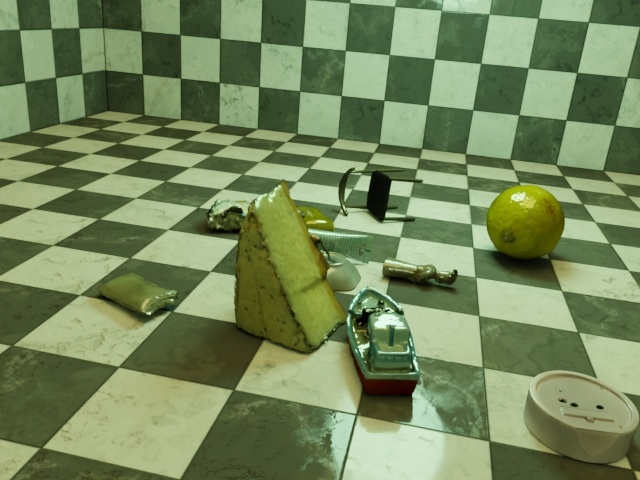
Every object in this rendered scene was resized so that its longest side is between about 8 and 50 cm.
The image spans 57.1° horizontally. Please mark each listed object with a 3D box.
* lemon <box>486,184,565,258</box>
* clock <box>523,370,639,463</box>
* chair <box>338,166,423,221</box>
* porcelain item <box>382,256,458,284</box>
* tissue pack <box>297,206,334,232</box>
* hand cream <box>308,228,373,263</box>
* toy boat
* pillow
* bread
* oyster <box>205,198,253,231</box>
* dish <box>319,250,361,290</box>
[{"bbox_3d":[0.668,-0.060,1.921,0.267,0.268,0.267,4,22,-2],"label":"lemon"},{"bbox_3d":[0.497,0.334,1.132,0.196,0.068,0.197,4,22,-2],"label":"clock"},{"bbox_3d":[0.220,-0.173,2.201,0.271,0.188,0.166,0,21,-22],"label":"chair"},{"bbox_3d":[0.290,0.093,1.711,0.213,0.054,0.084,10,25,15],"label":"porcelain item"},{"bbox_3d":[-0.043,-0.036,1.870,0.127,0.123,0.178,-4,22,-21],"label":"tissue pack"},{"bbox_3d":[0.000,0.000,1.762,0.330,0.086,0.058,11,-2,-12],"label":"hand cream"},{"bbox_3d":[0.133,0.197,1.312,0.145,0.133,0.332,2,21,-5],"label":"toy boat"},{"bbox_3d":[-0.454,0.132,1.462,0.208,0.053,0.119,16,22,34],"label":"pillow"},{"bbox_3d":[-0.054,0.067,1.392,0.278,0.316,0.248,25,29,21],"label":"bread"},{"bbox_3d":[-0.270,-0.086,2.012,0.198,0.092,0.259,24,20,39],"label":"oyster"},{"bbox_3d":[0.027,0.077,1.681,0.190,0.066,0.191,4,22,-1],"label":"dish"}]
